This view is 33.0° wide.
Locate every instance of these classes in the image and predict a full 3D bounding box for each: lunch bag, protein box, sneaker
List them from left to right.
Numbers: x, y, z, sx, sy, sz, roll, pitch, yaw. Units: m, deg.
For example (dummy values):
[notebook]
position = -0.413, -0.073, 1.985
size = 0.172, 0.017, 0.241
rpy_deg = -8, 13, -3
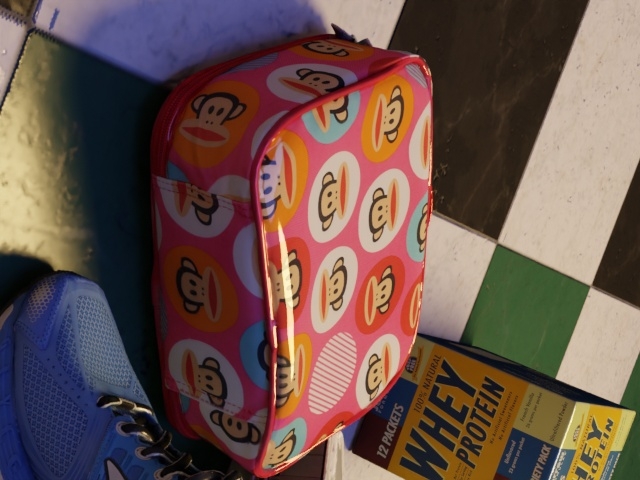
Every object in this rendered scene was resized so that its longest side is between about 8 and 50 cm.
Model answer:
[sneaker]
position = -0.084, 0.158, 0.613
size = 0.147, 0.330, 0.130
rpy_deg = -32, 161, 17
[lunch bag]
position = 0.000, 0.000, 0.795
size = 0.258, 0.120, 0.293
rpy_deg = -30, 131, -46
[protein box]
position = 0.179, 0.193, 1.095
size = 0.201, 0.200, 0.136
rpy_deg = 18, 92, -57

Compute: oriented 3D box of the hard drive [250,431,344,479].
[hard drive]
position = -0.016, 0.309, 0.897
size = 0.237, 0.064, 0.338
rpy_deg = -81, 170, -58
